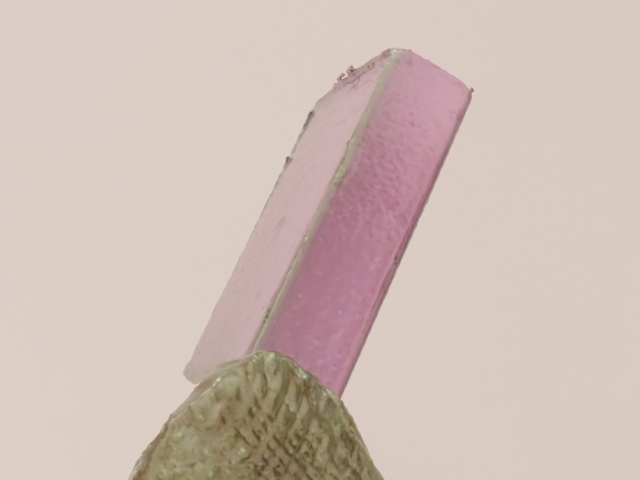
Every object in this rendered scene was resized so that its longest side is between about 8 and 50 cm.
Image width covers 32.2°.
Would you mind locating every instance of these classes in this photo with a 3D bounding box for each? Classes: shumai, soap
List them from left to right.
[{"bbox_3d":[-0.055,0.154,0.642,0.184,0.142,0.184,19,-121,-35],"label":"shumai"},{"bbox_3d":[0.002,0.001,0.822,0.081,0.181,0.259,28,-109,-14],"label":"soap"}]
